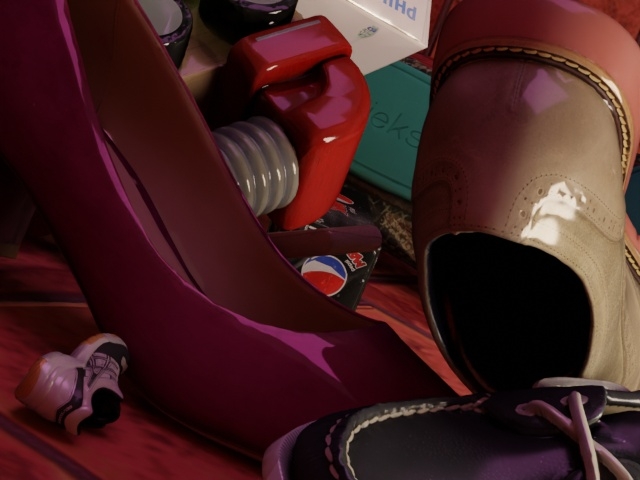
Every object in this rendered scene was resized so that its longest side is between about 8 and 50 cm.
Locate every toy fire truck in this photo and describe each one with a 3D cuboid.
[{"bbox_3d":[-0.046,-0.044,1.069,0.217,0.158,0.246,-20,57,-36],"label":"toy fire truck"}]

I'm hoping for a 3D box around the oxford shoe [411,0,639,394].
[{"bbox_3d":[0.092,0.037,0.898,0.123,0.130,0.348,7,-31,19],"label":"oxford shoe"}]

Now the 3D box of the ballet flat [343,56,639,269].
[{"bbox_3d":[0.175,0.012,1.321,0.483,0.164,0.182,30,-17,36],"label":"ballet flat"}]

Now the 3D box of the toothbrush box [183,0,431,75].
[{"bbox_3d":[-0.091,-0.176,1.294,0.206,0.122,0.283,25,-28,-35],"label":"toothbrush box"}]

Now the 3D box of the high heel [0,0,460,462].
[{"bbox_3d":[-0.047,-0.022,0.894,0.377,0.181,0.127,29,12,18],"label":"high heel"}]

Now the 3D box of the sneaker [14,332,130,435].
[{"bbox_3d":[-0.098,0.065,0.812,0.037,0.032,0.083,38,19,10],"label":"sneaker"}]

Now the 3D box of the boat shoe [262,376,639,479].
[{"bbox_3d":[0.111,0.101,0.786,0.302,0.091,0.114,9,47,-43],"label":"boat shoe"}]

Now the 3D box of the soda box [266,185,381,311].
[{"bbox_3d":[0.000,0.000,1.236,0.060,0.053,0.169,22,11,-6],"label":"soda box"}]
